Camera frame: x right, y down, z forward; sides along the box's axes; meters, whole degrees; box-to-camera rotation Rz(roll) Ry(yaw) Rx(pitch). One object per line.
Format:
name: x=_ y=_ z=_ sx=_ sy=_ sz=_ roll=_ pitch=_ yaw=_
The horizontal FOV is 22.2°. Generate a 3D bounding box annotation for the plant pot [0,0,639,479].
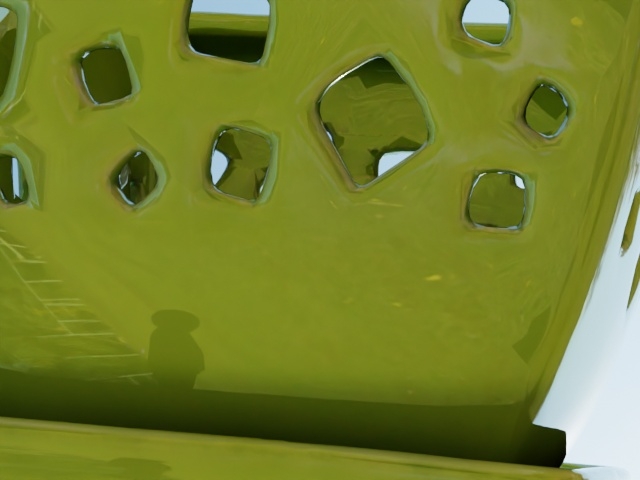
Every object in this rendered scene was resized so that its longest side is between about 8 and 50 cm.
plant pot: x=0.000 y=0.000 z=0.526 sx=0.228 sy=0.227 sz=0.207 roll=27 pitch=-113 yaw=-75
